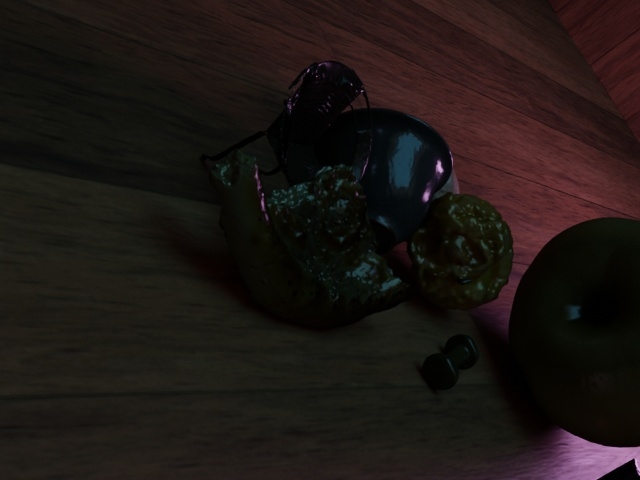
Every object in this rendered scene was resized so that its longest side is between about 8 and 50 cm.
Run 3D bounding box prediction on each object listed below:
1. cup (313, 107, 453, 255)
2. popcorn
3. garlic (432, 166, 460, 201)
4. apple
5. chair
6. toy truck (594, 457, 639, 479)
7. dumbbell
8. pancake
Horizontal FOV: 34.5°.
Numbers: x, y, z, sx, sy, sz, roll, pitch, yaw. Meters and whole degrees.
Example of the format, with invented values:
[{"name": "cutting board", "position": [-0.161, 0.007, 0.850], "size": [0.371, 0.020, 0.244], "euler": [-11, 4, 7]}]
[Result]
[{"name": "cup", "position": [0.075, -0.061, 1.405], "size": [0.199, 0.199, 0.150], "euler": [36, 48, -29]}, {"name": "popcorn", "position": [0.199, 0.016, 1.502], "size": [0.180, 0.180, 0.170], "euler": [46, -2, -13]}, {"name": "garlic", "position": [0.148, -0.079, 1.609], "size": [0.115, 0.128, 0.207], "euler": [-10, 70, -37]}, {"name": "apple", "position": [0.470, 0.147, 1.582], "size": [0.357, 0.357, 0.357], "euler": [38, 30, -27]}, {"name": "chair", "position": [-0.021, -0.101, 1.242], "size": [0.174, 0.213, 0.149], "euler": [12, 42, -51]}, {"name": "toy truck", "position": [0.508, 0.429, 1.573], "size": [0.192, 0.083, 0.092], "euler": [56, 26, 9]}, {"name": "dumbbell", "position": [0.180, 0.166, 1.411], "size": [0.052, 0.046, 0.118], "euler": [60, 27, 3]}, {"name": "pancake", "position": [0.004, 0.002, 1.195], "size": [0.376, 0.054, 0.197], "euler": [28, 77, -50]}]
